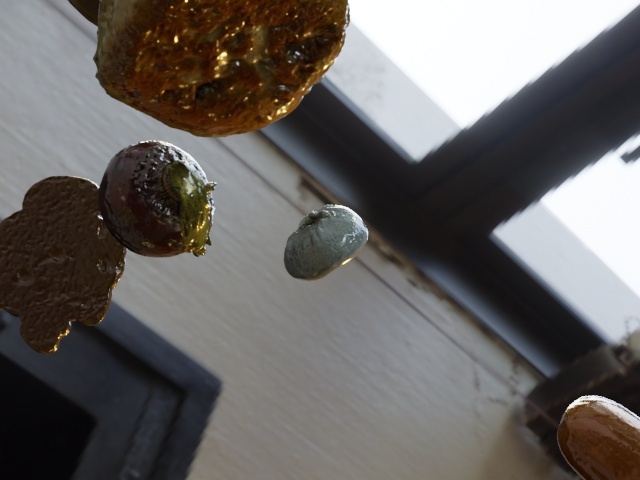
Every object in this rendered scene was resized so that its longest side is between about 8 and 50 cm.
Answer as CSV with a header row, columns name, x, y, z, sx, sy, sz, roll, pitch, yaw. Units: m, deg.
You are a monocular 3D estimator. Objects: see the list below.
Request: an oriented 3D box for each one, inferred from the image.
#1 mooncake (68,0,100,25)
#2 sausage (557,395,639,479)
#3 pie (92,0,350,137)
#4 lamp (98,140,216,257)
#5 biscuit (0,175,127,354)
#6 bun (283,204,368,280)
name,x,y,z,sx,sy,sz,roll,pitch,yaw
mooncake,-0.299,-0.433,2.081,0.235,0.235,0.117,-43,-142,12
sausage,0.340,0.250,1.341,0.098,0.238,0.098,-43,161,-19
pie,-0.106,-0.230,1.542,0.315,0.315,0.092,-38,-126,22
lamp,-0.208,-0.058,1.746,0.135,0.157,0.156,-32,-118,57
biscuit,-0.408,0.037,2.079,0.041,0.208,0.290,94,4,-71
bun,0.000,0.000,2.042,0.141,0.083,0.141,-33,-161,12
